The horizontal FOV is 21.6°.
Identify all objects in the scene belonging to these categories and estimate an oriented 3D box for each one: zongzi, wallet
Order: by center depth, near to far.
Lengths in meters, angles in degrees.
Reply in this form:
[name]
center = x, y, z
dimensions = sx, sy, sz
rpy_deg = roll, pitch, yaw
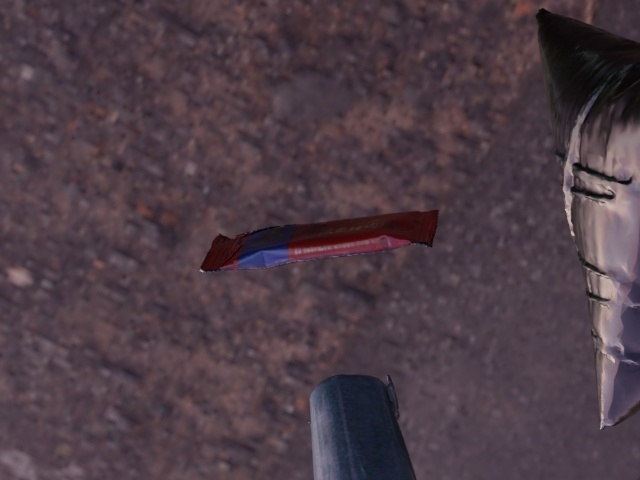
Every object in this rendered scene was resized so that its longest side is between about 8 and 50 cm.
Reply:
[wallet]
center = 0.059, 0.235, 0.821
dimensions = 0.054, 0.251, 0.290
rpy_deg = -16, 143, 6
[zongzi]
center = 0.324, -0.072, 1.649
dimensions = 0.319, 0.362, 0.383
rpy_deg = -27, 124, -6

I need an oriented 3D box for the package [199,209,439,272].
[package]
center = 0.000, 0.000, 1.439
dimensions = 0.200, 0.083, 0.022
rpy_deg = -7, 107, 11

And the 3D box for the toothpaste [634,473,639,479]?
[toothpaste]
center = 0.251, 0.067, 0.950
dimensions = 0.048, 0.301, 0.075
rpy_deg = 30, -175, -45
